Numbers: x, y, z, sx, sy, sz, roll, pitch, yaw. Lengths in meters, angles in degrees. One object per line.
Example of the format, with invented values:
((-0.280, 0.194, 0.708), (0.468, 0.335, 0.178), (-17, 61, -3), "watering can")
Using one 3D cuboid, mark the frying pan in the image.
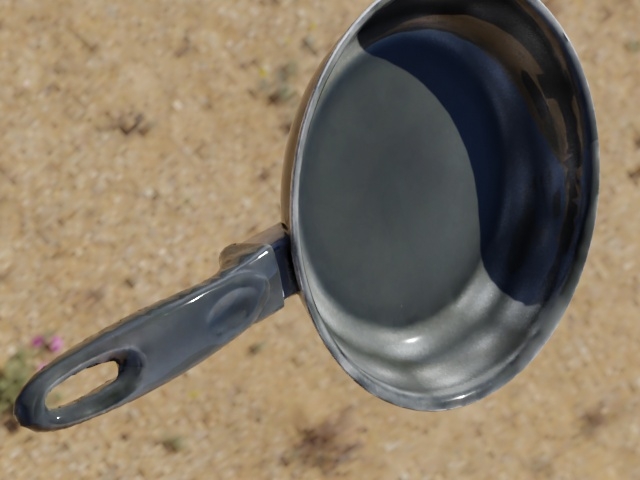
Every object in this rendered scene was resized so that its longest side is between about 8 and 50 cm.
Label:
((0.015, 0.020, 0.796), (0.326, 0.053, 0.197), (-48, 125, -26), "frying pan")
